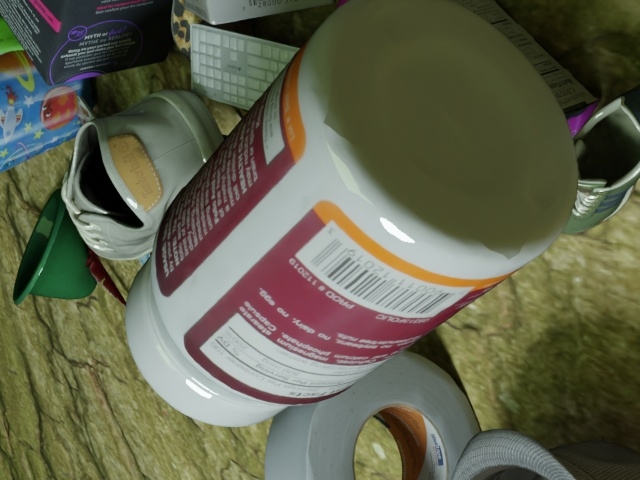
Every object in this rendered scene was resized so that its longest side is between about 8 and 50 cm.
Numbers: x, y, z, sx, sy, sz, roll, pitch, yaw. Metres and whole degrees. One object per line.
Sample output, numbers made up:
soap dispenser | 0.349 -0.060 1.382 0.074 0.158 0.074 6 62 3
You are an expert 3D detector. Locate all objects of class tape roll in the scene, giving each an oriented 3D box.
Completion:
tape roll | 0.056 0.217 1.129 0.072 0.219 0.219 -18 93 53

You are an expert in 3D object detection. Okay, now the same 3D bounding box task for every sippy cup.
sippy cup | -0.428 -0.190 1.531 0.305 0.224 0.240 18 121 47

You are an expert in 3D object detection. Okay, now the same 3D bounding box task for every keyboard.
keyboard | -0.038 -0.148 1.095 0.256 0.014 0.072 21 124 41

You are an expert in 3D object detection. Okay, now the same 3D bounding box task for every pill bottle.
pill bottle | 0.000 0.000 0.947 0.224 0.224 0.392 60 140 10

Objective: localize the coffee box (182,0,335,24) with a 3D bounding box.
coffee box | -0.081 -0.354 1.040 0.168 0.119 0.297 -134 34 -69

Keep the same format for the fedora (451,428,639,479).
fedora | 0.229 0.254 1.005 0.243 0.124 0.275 57 152 18

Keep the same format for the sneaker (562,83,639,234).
sneaker | 0.209 -0.059 0.896 0.064 0.086 0.192 57 143 15

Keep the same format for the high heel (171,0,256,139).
high heel | -0.055 -0.183 1.188 0.186 0.093 0.261 13 117 36

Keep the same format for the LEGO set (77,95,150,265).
LEGO set | -0.234 -0.057 1.526 0.244 0.060 0.182 52 153 23

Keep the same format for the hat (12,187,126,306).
hat | -0.326 0.048 1.700 0.173 0.184 0.208 -44 31 46

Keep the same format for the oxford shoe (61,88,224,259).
oxford shoe | -0.236 -0.058 1.336 0.169 0.130 0.449 61 155 -4

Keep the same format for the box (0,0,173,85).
box | -0.232 -0.318 1.258 0.143 0.165 0.270 54 142 21

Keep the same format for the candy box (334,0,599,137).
candy box | 0.105 -0.130 1.005 0.233 0.071 0.159 51 141 23
